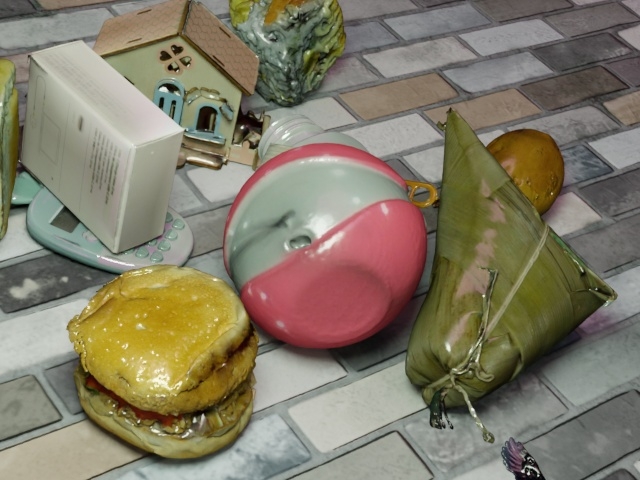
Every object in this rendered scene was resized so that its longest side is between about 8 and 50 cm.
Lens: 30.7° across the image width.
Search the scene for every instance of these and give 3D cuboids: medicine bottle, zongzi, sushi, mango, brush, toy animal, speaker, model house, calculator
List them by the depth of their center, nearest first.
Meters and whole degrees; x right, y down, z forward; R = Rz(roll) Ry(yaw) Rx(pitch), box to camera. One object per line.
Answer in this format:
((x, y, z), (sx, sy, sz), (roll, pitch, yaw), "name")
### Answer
((0.301, 0.345, 1.544), (0.108, 0.062, 0.220), (2, 37, -44), "toy animal")
((0.000, 0.000, 1.651), (0.294, 0.294, 0.294), (9, 40, -8), "speaker")
((0.181, 0.050, 1.679), (0.447, 0.181, 0.418), (-31, 87, -41), "zongzi")
((-0.337, -0.031, 1.773), (0.298, 0.041, 0.185), (21, 39, 3), "calculator")
((0.037, -0.092, 1.784), (0.314, 0.017, 0.090), (13, 68, 28), "brush")
((0.022, -0.067, 1.866), (0.179, 0.124, 0.324), (-26, 51, -16), "medicine bottle")
((-0.227, -0.263, 1.925), (0.326, 0.244, 0.169), (14, 37, -4), "model house")
((0.332, -0.109, 2.018), (0.156, 0.151, 0.248), (9, 34, 32), "mango")
((-0.051, -0.363, 2.090), (0.139, 0.274, 0.184), (31, 67, 21), "sushi")

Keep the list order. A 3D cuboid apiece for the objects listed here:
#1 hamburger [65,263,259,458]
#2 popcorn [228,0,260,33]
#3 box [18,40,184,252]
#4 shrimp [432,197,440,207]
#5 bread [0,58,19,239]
((-0.200, 0.159, 1.508), (0.244, 0.163, 0.244), (3, 42, -3), "hamburger")
((-0.082, -0.453, 2.279), (0.195, 0.174, 0.168), (1, 19, -4), "popcorn")
((-0.328, -0.138, 1.705), (0.106, 0.203, 0.251), (-24, 54, -40), "box")
((0.229, -0.038, 1.982), (0.091, 0.025, 0.127), (20, 35, 5), "shrimp")
((-0.592, -0.137, 1.618), (0.341, 0.300, 0.210), (1, 40, -11), "bread")
